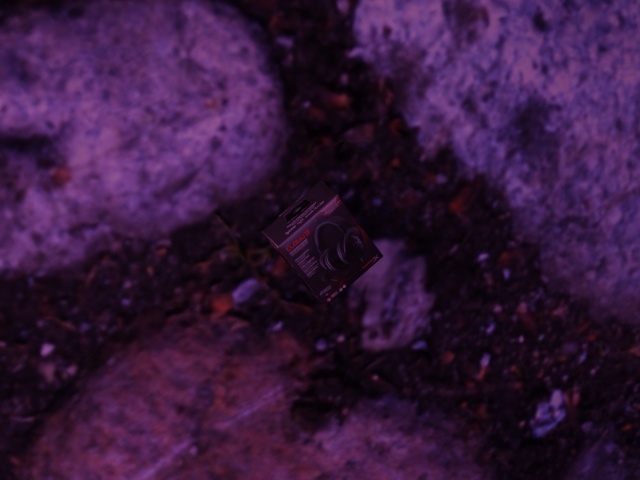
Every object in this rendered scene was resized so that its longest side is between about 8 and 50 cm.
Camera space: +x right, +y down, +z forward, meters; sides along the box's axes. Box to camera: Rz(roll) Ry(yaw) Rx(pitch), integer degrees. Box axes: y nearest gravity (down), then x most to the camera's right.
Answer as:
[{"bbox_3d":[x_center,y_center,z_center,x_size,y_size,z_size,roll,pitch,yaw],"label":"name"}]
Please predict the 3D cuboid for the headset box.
[{"bbox_3d":[0.000,0.000,1.172,0.062,0.032,0.083,-41,127,-5],"label":"headset box"}]
